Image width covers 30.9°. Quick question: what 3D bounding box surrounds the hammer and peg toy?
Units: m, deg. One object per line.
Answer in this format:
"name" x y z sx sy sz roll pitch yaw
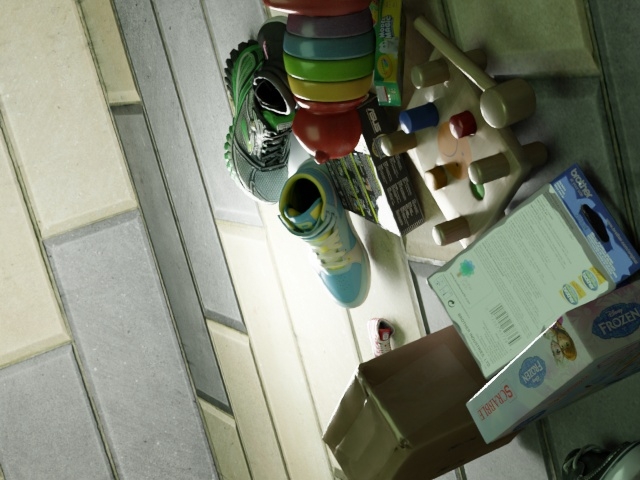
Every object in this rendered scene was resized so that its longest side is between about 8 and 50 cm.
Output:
"hammer and peg toy" 0.227 -0.177 1.763 0.266 0.127 0.361 61 155 23

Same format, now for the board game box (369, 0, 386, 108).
"board game box" 0.078 -0.330 2.078 0.124 0.039 0.259 49 152 41

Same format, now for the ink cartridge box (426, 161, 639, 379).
"ink cartridge box" 0.318 0.047 1.710 0.311 0.065 0.186 -43 67 33

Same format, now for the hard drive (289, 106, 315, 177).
"hard drive" -0.086 -0.249 2.482 0.318 0.040 0.210 43 145 46

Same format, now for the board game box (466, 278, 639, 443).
"board game box" 0.375 0.122 1.444 0.066 0.318 0.319 62 155 18

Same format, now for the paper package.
"paper package" 0.197 0.279 1.943 0.168 0.324 0.309 59 154 22

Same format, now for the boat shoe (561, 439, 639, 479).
"boat shoe" 0.420 0.378 1.795 0.119 0.121 0.335 53 154 24

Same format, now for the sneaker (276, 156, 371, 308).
"sneaker" 0.000 0.000 2.283 0.208 0.127 0.319 -34 -74 -72

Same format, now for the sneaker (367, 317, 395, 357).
"sneaker" 0.133 0.214 2.383 0.118 0.042 0.067 71 160 2

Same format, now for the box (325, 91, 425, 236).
"box" 0.072 -0.156 2.126 0.216 0.060 0.270 28 146 56

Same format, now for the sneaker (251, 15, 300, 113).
"sneaker" -0.083 -0.323 2.131 0.295 0.147 0.105 37 157 53

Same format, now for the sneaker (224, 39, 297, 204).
"sneaker" -0.116 -0.222 2.348 0.146 0.134 0.344 37 140 50

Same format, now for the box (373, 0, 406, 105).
"box" 0.114 -0.319 1.873 0.105 0.043 0.179 63 -148 -72

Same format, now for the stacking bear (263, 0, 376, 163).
"stacking bear" 0.011 -0.273 1.896 0.164 0.175 0.289 9 116 22
